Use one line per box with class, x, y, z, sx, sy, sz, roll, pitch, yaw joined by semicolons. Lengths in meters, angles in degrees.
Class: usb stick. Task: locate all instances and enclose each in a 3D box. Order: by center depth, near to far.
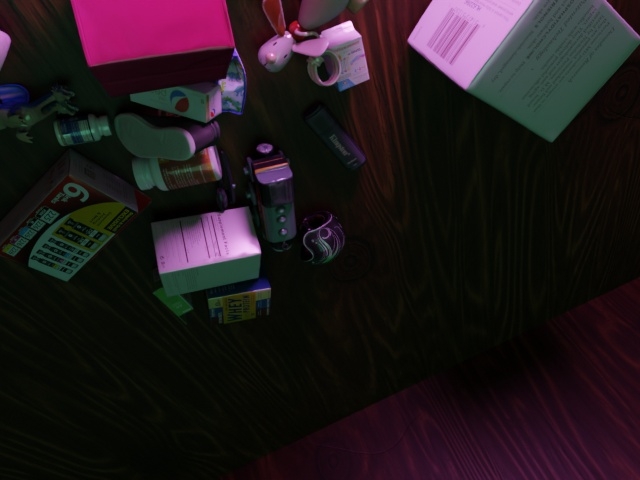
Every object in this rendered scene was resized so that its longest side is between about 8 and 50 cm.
usb stick;0.048;-0.307;1.483;0.077;0.045;0.278;-38;135;11

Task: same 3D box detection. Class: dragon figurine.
dragon figurine;-0.703;-0.295;1.113;0.289;0.144;0.085;0;135;1

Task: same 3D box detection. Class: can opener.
can opener;-0.282;-0.179;1.442;0.059;0.073;0.186;-5;124;-10

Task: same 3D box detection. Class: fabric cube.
fabric cube;-0.330;-0.450;0.962;0.258;0.259;0.254;-14;98;-13

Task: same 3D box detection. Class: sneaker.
sneaker;-0.374;-0.269;1.219;0.147;0.296;0.104;-36;133;-47

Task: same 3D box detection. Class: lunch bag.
lunch bag;-0.231;-0.406;1.200;0.096;0.129;0.151;-1;131;-25

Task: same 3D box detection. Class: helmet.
helmet;0.000;0.000;1.666;0.169;0.169;0.161;-23;120;-4

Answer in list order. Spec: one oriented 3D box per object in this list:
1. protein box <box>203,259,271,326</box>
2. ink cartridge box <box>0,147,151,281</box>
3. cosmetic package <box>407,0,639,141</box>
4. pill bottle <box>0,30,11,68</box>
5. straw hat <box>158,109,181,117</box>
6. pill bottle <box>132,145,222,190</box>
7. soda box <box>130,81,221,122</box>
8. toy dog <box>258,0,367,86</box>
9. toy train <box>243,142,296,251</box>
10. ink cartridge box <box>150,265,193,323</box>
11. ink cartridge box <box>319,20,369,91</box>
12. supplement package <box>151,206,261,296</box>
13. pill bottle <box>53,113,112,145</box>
protein box;-0.288;0.153;1.646;0.201;0.200;0.136;-9;133;-17
ink cartridge box;-0.656;-0.047;1.338;0.309;0.130;0.272;-41;136;14
cosmetic package;0.521;-0.527;1.294;0.394;0.329;0.327;14;123;-35
pill bottle;-0.781;-0.392;0.928;0.301;0.169;0.169;23;118;-39
straw hat;-0.338;-0.331;1.268;0.144;0.061;0.144;1;121;2
pill bottle;-0.383;-0.201;1.319;0.216;0.121;0.121;-13;135;-5
soda box;-0.343;-0.347;1.156;0.216;0.069;0.074;18;130;14
toy dog;-0.016;-0.513;1.111;0.220;0.161;0.333;23;118;-5
toy train;-0.142;-0.119;1.466;0.142;0.190;0.334;-13;135;-13
ink cartridge box;-0.483;0.179;1.645;0.062;0.109;0.209;-26;136;1
ink cartridge box;0.060;-0.487;1.287;0.092;0.090;0.143;-24;137;-2
supplement package;-0.345;0.033;1.498;0.293;0.175;0.177;-11;153;-16
pill bottle;-0.581;-0.274;1.204;0.120;0.067;0.067;-13;135;-14
